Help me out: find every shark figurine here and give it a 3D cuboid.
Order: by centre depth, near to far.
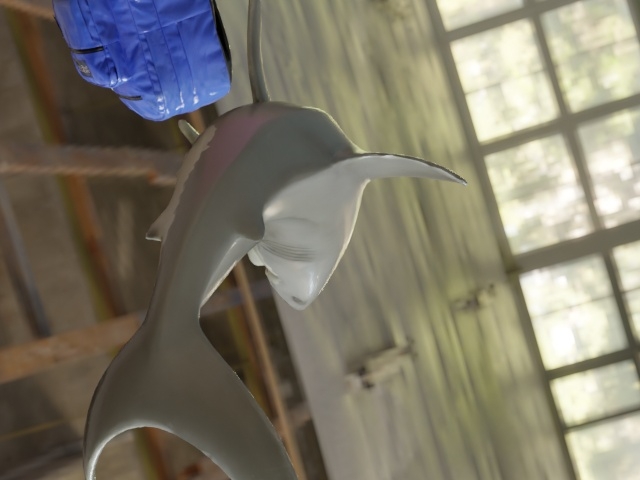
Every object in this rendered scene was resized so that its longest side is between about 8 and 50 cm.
[{"bbox_3d":[-0.003,-0.011,0.584,0.278,0.116,0.166,-53,-31,-72],"label":"shark figurine"}]

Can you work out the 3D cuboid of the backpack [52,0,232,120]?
[{"bbox_3d":[-0.121,-0.141,1.015,0.098,0.101,0.120,29,143,65],"label":"backpack"}]
